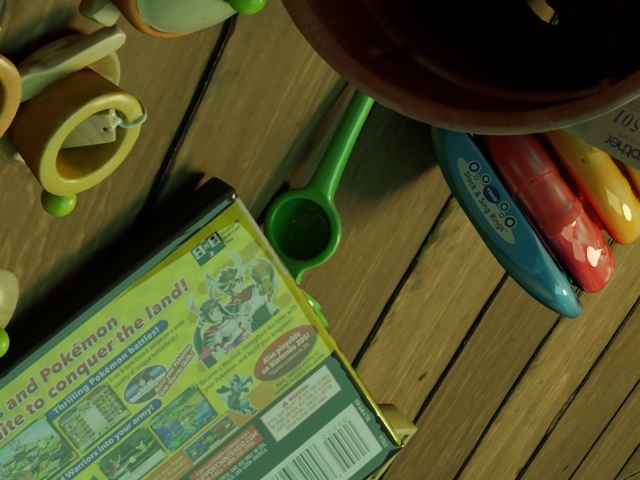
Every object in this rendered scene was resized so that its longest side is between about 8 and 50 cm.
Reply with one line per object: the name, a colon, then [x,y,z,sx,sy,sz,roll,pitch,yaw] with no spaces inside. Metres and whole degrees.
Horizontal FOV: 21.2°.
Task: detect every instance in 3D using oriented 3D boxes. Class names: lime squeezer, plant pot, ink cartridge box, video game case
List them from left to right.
video game case: [-0.107,0.135,1.132,0.275,0.035,0.248,-39,120,-11]
lime squeezer: [0.000,0.000,1.226,0.110,0.059,0.310,-29,150,-31]
ink cartridge box: [0.165,-0.106,1.135,0.097,0.207,0.046,-4,121,-55]
plant pot: [0.142,-0.191,0.939,0.272,0.272,0.265,-54,162,17]

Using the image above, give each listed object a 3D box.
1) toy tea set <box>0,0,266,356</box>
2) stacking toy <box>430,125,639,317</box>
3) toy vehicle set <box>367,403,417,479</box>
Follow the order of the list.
toy tea set: [-0.130,-0.065,0.839,0.200,0.124,0.336,-24,148,-39]
stacking toy: [0.243,-0.088,1.243,0.302,0.175,0.166,-33,166,6]
toy vehicle set: [-0.029,0.221,1.541,0.166,0.035,0.267,-53,154,15]
